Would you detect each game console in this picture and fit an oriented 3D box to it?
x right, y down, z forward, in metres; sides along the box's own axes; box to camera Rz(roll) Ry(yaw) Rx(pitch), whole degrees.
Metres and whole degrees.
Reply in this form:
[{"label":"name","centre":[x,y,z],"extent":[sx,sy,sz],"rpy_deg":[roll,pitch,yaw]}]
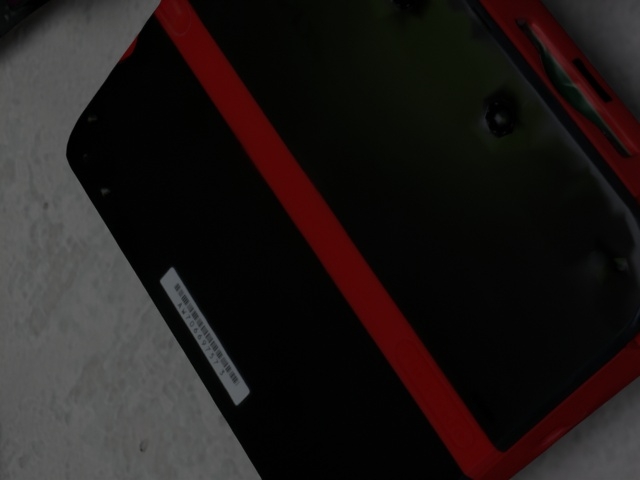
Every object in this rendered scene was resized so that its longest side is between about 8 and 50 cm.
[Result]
[{"label":"game console","centre":[0.017,-0.025,0.834],"extent":[0.342,0.060,0.387],"rpy_deg":[-48,66,35]}]

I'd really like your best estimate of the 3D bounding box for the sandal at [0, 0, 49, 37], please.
[{"label":"sandal","centre":[-0.222,-0.230,0.972],"extent":[0.167,0.107,0.445],"rpy_deg":[45,131,-15]}]
